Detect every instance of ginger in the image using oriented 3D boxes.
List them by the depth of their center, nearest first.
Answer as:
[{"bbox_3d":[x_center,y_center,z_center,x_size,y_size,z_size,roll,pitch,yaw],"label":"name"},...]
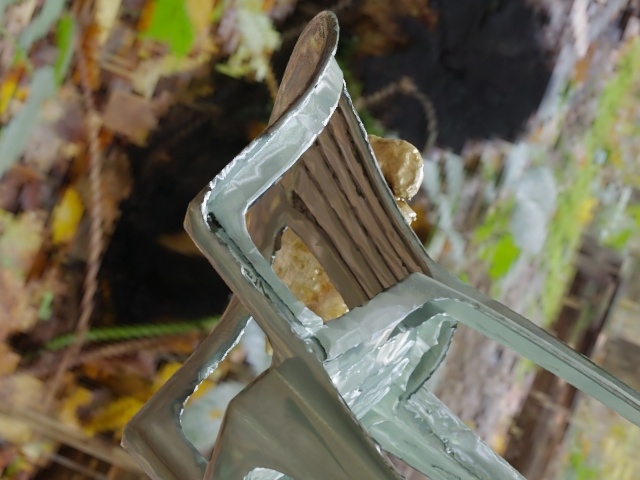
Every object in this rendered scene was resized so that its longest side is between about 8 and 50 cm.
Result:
[{"bbox_3d":[0.000,0.000,1.416,0.102,0.157,0.216,9,106,-65],"label":"ginger"}]

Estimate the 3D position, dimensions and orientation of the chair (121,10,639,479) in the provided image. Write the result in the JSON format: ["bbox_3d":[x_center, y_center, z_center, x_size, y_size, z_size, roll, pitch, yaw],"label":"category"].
[{"bbox_3d":[0.018,0.060,0.706,0.190,0.274,0.203,-37,165,-32],"label":"chair"}]
